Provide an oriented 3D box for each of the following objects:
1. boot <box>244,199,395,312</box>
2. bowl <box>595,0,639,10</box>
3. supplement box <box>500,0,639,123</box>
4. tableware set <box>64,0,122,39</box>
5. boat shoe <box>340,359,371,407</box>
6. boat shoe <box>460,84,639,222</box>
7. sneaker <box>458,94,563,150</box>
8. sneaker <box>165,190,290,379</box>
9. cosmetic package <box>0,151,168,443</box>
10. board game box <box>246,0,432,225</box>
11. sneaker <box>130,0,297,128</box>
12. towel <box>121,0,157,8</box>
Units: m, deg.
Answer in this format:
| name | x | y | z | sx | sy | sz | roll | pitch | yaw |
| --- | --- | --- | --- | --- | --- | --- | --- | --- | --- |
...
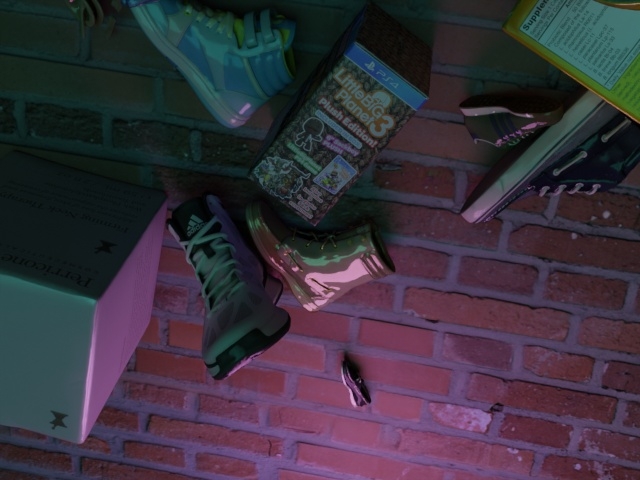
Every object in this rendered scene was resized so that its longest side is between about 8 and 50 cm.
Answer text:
| name | x | y | z | sx | sy | sz | roll | pitch | yaw |
| --- | --- | --- | --- | --- | --- | --- | --- | --- | --- |
| boot | 0.000 | 0.000 | 1.665 | 0.204 | 0.095 | 0.262 | -26 | 114 | 22 |
| bowl | 0.440 | -0.405 | 1.098 | 0.156 | 0.289 | 0.289 | 12 | 131 | -44 |
| supplement box | 0.478 | -0.307 | 1.311 | 0.357 | 0.195 | 0.194 | 36 | 119 | 4 |
| tableware set | -0.388 | -0.407 | 1.462 | 0.128 | 0.039 | 0.194 | 48 | 155 | -6 |
| boat shoe | 0.072 | 0.296 | 1.848 | 0.038 | 0.046 | 0.125 | -11 | 119 | 16 |
| boat shoe | 0.404 | -0.112 | 1.511 | 0.158 | 0.127 | 0.340 | 42 | 117 | -5 |
| sneaker | 0.323 | -0.192 | 1.487 | 0.192 | 0.064 | 0.086 | 12 | 131 | 44 |
| sneaker | -0.191 | 0.065 | 1.548 | 0.169 | 0.447 | 0.257 | -36 | 102 | 4 |
| cosmetic package | -0.504 | 0.092 | 1.633 | 0.330 | 0.393 | 0.327 | 15 | 120 | 0 |
| board game box | 0.036 | -0.211 | 1.462 | 0.141 | 0.232 | 0.291 | 36 | 119 | -12 |
| sneaker | -0.160 | -0.360 | 1.478 | 0.208 | 0.127 | 0.319 | -28 | 119 | 23 |
| towel | -0.196 | -0.492 | 1.379 | 0.285 | 0.034 | 0.209 | -18 | 110 | -12 |
